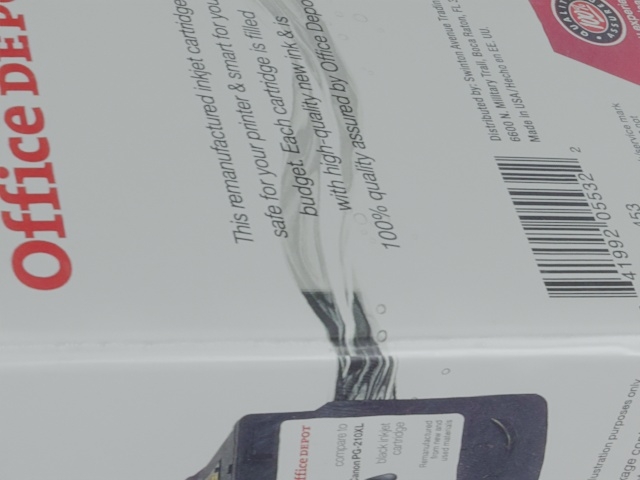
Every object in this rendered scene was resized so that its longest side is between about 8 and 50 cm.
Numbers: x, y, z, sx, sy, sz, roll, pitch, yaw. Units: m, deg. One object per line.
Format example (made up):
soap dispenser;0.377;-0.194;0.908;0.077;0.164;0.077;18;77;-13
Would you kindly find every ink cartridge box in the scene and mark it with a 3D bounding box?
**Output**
ink cartridge box;0.000;0.000;0.550;0.172;0.237;0.100;-108;25;-44
